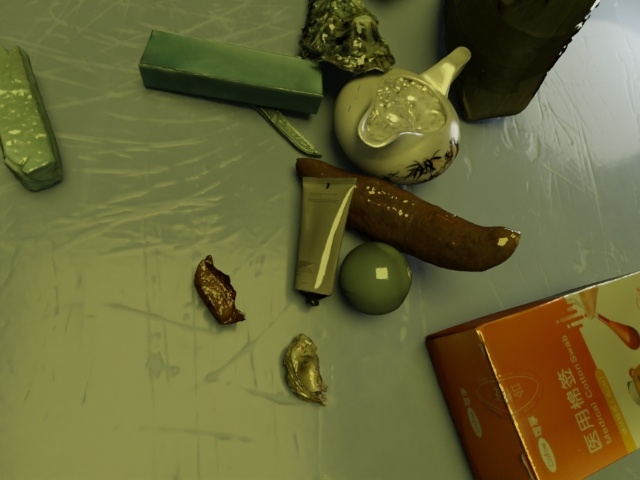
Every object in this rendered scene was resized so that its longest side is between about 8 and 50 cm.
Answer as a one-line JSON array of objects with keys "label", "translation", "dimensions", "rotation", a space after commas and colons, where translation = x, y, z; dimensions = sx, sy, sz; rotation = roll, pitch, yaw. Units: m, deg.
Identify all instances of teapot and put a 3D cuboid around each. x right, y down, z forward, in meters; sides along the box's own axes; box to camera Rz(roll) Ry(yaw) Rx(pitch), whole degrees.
[{"label": "teapot", "translation": [0.135, -0.203, 0.755], "dimensions": [0.209, 0.165, 0.299], "rotation": [34, 65, 14]}]

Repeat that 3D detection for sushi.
[{"label": "sushi", "translation": [-0.135, 0.068, 0.630], "dimensions": [0.047, 0.050, 0.099], "rotation": [-31, 89, -19]}]

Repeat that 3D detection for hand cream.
[{"label": "hand cream", "translation": [0.000, 0.000, 0.676], "dimensions": [0.087, 0.054, 0.185], "rotation": [5, 84, 27]}]

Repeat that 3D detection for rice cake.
[{"label": "rice cake", "translation": [-0.392, -0.164, 0.621], "dimensions": [0.063, 0.069, 0.206], "rotation": [-18, 75, -21]}]

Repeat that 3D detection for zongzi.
[{"label": "zongzi", "translation": [0.321, -0.459, 0.802], "dimensions": [0.175, 0.356, 0.392], "rotation": [0, 69, -8]}]

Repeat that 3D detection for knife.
[{"label": "knife", "translation": [-0.079, -0.203, 0.764], "dimensions": [0.210, 0.015, 0.028], "rotation": [44, 60, 0]}]

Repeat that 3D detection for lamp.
[{"label": "lamp", "translation": [0.078, 0.054, 0.676], "dimensions": [0.105, 0.105, 0.105], "rotation": [6, 70, -16]}]

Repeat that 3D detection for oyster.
[{"label": "oyster", "translation": [-0.019, 0.178, 0.649], "dimensions": [0.081, 0.038, 0.083], "rotation": [36, 38, -14]}, {"label": "oyster", "translation": [0.044, -0.353, 0.793], "dimensions": [0.200, 0.087, 0.252], "rotation": [15, 53, 14]}]

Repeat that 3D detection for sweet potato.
[{"label": "sweet potato", "translation": [0.113, -0.036, 0.707], "dimensions": [0.342, 0.114, 0.092], "rotation": [25, 67, 22]}]

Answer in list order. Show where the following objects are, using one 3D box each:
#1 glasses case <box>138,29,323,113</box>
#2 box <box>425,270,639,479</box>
[{"label": "glasses case", "translation": [-0.131, -0.255, 0.738], "dimensions": [0.267, 0.056, 0.105], "rotation": [7, 50, -10]}, {"label": "box", "translation": [0.354, 0.196, 0.698], "dimensions": [0.342, 0.143, 0.224], "rotation": [-13, 76, -20]}]
